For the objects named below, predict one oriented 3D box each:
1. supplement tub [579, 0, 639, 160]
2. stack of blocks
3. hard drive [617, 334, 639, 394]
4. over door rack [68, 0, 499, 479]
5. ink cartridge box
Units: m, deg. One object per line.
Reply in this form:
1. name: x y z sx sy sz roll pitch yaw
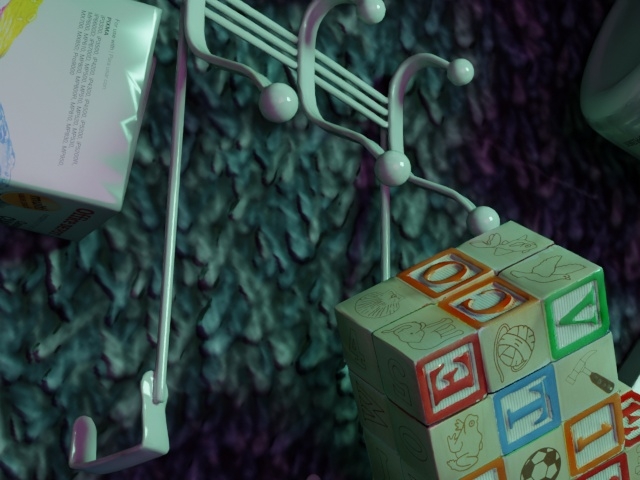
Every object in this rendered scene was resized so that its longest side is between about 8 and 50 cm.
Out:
1. supplement tub: 0.356 -0.084 1.047 0.316 0.193 0.193 30 73 -10
2. stack of blocks: 0.128 0.144 0.921 0.171 0.087 0.297 -25 120 -22
3. hard drive: 0.352 0.159 1.097 0.307 0.040 0.203 40 70 -10
4. over door rack: 0.000 0.000 0.901 0.239 0.108 0.324 26 70 -49
5. ink cartridge box: -0.198 -0.084 0.881 0.176 0.128 0.127 13 78 -18
